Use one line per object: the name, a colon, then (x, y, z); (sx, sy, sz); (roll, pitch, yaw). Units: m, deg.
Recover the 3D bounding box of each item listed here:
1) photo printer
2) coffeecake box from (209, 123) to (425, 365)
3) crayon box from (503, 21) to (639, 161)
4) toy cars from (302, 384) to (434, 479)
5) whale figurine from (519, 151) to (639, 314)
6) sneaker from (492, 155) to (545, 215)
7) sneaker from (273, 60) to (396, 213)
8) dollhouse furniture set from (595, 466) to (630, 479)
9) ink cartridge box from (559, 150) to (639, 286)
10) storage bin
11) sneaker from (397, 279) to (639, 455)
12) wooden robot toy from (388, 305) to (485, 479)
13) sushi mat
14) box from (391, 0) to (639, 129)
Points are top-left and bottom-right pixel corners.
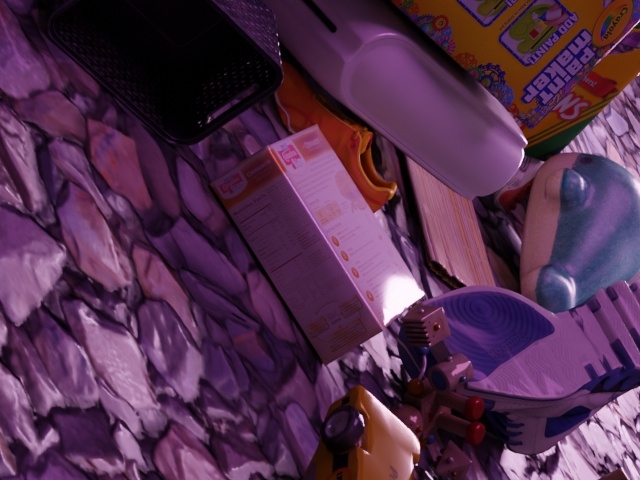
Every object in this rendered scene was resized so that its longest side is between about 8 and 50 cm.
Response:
photo printer: (0.054, -0.192, 1.967); (0.307, 0.107, 0.256); (34, 14, -48)
coffeecake box: (0.000, 0.000, 1.687); (0.185, 0.068, 0.142); (58, 21, 0)
crayon box: (0.272, -0.235, 2.169); (0.202, 0.318, 0.081); (15, 43, -33)
toy cars: (0.063, 0.299, 1.389); (0.176, 0.087, 0.394); (1, 62, -60)
whale figurine: (0.304, 0.014, 2.214); (0.272, 0.141, 0.216); (-61, 151, -53)
sneaker: (0.218, -0.113, 2.357); (0.093, 0.088, 0.225); (26, 32, -17)
sneaker: (0.013, -0.106, 1.874); (0.175, 0.067, 0.064); (54, 22, -5)
dollhouse furniture set: (0.429, 0.277, 1.857); (0.174, 0.355, 0.303); (57, 20, -3)
ink cartridge box: (0.364, -0.019, 2.503); (0.332, 0.065, 0.165); (42, 12, -40)
storage bin: (-0.127, -0.178, 1.576); (0.180, 0.122, 0.084); (42, 26, -37)
sneaker: (0.194, 0.139, 1.842); (0.315, 0.182, 0.127); (-1, 55, -38)
wooden robot toy: (0.090, 0.148, 1.666); (0.079, 0.076, 0.173); (-27, 123, -36)
sushi mat: (0.138, -0.049, 2.144); (0.151, 0.019, 0.316); (39, 27, -38)
box: (0.134, -0.308, 1.932); (0.279, 0.177, 0.290); (38, 10, -35)
